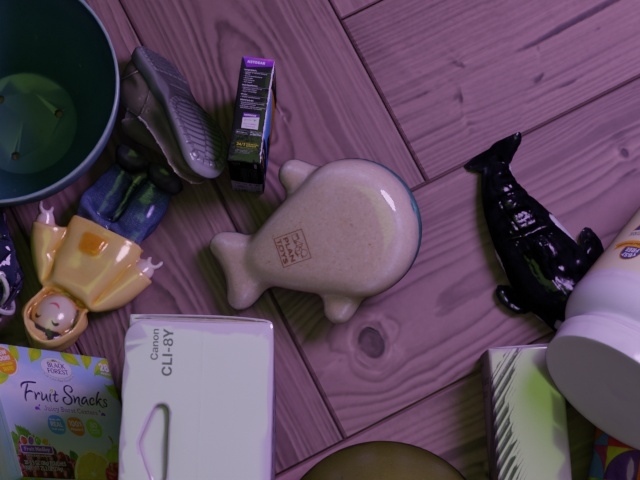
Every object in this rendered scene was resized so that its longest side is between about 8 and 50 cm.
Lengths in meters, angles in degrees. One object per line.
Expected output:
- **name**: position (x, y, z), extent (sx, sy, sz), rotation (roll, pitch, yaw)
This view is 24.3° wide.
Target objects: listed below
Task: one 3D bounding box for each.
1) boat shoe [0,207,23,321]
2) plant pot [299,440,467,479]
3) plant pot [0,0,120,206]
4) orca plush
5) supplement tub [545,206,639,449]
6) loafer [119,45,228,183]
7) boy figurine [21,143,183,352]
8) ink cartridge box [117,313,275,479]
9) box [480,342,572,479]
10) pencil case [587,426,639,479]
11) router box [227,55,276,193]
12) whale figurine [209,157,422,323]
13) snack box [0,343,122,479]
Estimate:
- **boat shoe**: position (-0.438, 0.092, 1.825), extent (0.158, 0.127, 0.340), rotation (-11, 66, -9)
- **plant pot**: position (0.081, 0.365, 1.728), extent (0.275, 0.293, 0.274), rotation (0, 80, 0)
- **plant pot**: position (-0.387, -0.171, 1.862), extent (0.290, 0.195, 0.290), rotation (0, 81, -1)
- **orca plush**: position (0.288, -0.003, 1.890), extent (0.151, 0.102, 0.287), rotation (-14, 81, -3)
- **supplement tub**: position (0.441, 0.072, 1.778), extent (0.235, 0.235, 0.325), rotation (40, 66, 6)
- **loafer**: position (-0.194, -0.145, 1.883), extent (0.087, 0.094, 0.251), rotation (-49, 42, 18)
- **boy figurine**: position (-0.296, 0.017, 1.887), extent (0.177, 0.092, 0.285), rotation (33, 78, 2)
- **ink cartridge box**: position (-0.131, 0.244, 1.699), extent (0.160, 0.384, 0.279), rotation (1, 81, -1)
- **box**: position (0.257, 0.270, 1.840), extent (0.094, 0.113, 0.275), rotation (-4, 79, 0)
- **pencil case**: position (0.372, 0.336, 1.840), extent (0.104, 0.104, 0.236), rotation (11, 82, 1)
- **router box**: position (-0.085, -0.142, 1.869), extent (0.046, 0.179, 0.133), rotation (7, 80, 0)
- **whale figurine**: position (0.000, 0.000, 1.888), extent (0.272, 0.141, 0.216), rotation (-21, 88, 20)
- **snack box**: position (-0.323, 0.220, 1.774), extent (0.070, 0.207, 0.174), rotation (-33, 63, 25)
